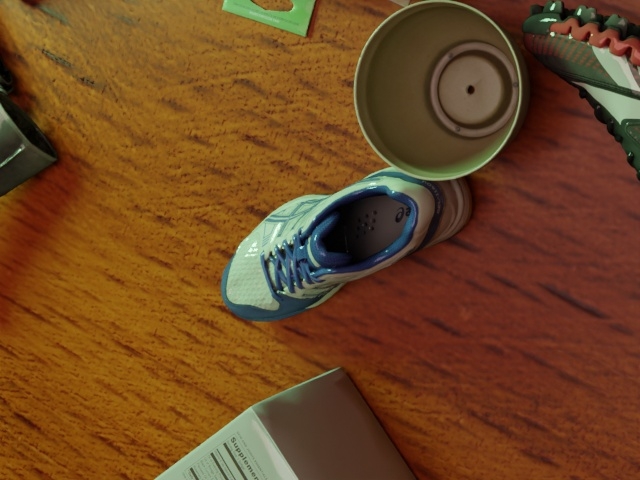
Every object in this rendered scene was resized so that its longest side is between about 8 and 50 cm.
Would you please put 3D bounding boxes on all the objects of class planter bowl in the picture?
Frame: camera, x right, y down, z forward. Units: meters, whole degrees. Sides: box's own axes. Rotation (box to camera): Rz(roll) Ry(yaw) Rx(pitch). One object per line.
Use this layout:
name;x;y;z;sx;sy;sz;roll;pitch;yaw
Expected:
planter bowl;0.127;-0.139;1.198;0.162;0.109;0.162;3;97;26

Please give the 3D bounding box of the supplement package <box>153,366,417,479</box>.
supplement package;-0.059;0.293;1.294;0.263;0.199;0.198;-39;78;25

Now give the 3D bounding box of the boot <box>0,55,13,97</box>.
boot;-0.459;-0.144;1.506;0.229;0.091;0.263;-19;95;19

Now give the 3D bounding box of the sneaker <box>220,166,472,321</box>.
sneaker;0.000;0.000;1.268;0.296;0.131;0.112;-29;85;28

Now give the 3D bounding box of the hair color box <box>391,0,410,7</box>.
hair color box;0.064;-0.404;1.154;0.185;0.110;0.339;22;107;-7

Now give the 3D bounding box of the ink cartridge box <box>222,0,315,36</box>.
ink cartridge box;-0.047;-0.321;1.288;0.109;0.062;0.209;21;106;22

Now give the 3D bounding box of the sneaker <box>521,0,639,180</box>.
sneaker;0.287;-0.114;1.127;0.276;0.097;0.135;29;106;19

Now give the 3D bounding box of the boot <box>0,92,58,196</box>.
boot;-0.392;-0.047;1.487;0.208;0.076;0.189;-35;124;2
